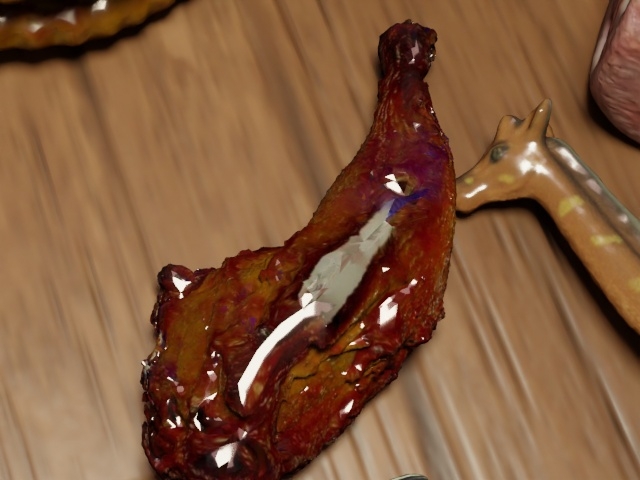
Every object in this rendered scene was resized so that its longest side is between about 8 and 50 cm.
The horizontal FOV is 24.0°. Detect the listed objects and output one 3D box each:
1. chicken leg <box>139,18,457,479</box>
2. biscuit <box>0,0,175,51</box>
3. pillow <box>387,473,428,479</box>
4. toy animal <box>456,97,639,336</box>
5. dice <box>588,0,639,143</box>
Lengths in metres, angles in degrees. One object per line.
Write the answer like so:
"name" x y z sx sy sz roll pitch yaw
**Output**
"chicken leg" 0.005 0.004 0.542 0.093 0.053 0.205 31 59 24
"biscuit" -0.126 -0.174 0.599 0.220 0.066 0.220 3 63 -5
"pillow" -0.055 0.149 0.456 0.208 0.055 0.141 -4 71 -9
"toy animal" 0.150 0.059 0.527 0.224 0.066 0.230 0 72 13
"dice" 0.161 -0.086 0.579 0.094 0.093 0.091 19 63 1
